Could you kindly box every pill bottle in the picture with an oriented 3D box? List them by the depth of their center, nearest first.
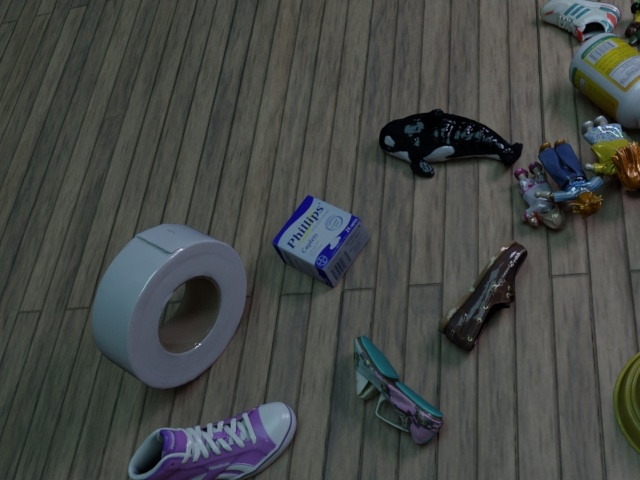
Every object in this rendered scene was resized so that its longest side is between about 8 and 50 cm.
[{"bbox_3d":[0.558,-0.276,1.424,0.117,0.117,0.208,-34,51,-1],"label":"pill bottle"}]

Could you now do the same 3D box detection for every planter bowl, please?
[{"bbox_3d":[0.533,0.221,1.127,0.217,0.090,0.217,-11,56,16],"label":"planter bowl"}]

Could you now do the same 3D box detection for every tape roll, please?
[{"bbox_3d":[-0.263,0.115,1.406,0.100,0.286,0.286,24,70,34],"label":"tape roll"}]

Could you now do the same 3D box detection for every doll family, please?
[{"bbox_3d":[0.461,-0.117,1.360,0.263,0.118,0.163,-24,53,6],"label":"doll family"},{"bbox_3d":[0.666,-0.457,1.531,0.193,0.076,0.111,-41,48,-13],"label":"doll family"}]

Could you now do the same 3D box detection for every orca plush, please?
[{"bbox_3d":[0.237,-0.201,1.519,0.287,0.102,0.151,25,71,33],"label":"orca plush"}]

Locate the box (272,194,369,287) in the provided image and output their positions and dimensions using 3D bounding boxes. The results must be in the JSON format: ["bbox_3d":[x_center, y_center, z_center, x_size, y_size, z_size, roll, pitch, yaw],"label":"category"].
[{"bbox_3d":[0.000,0.000,1.506,0.137,0.072,0.126,25,70,34],"label":"box"}]

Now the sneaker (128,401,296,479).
[{"bbox_3d":[-0.182,0.340,1.304,0.282,0.161,0.102,-31,51,0],"label":"sneaker"}]

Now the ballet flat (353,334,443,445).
[{"bbox_3d":[0.109,0.251,1.303,0.079,0.077,0.221,-53,53,9],"label":"ballet flat"}]

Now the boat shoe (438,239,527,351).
[{"bbox_3d":[0.289,0.095,1.327,0.073,0.073,0.207,35,83,34],"label":"boat shoe"}]

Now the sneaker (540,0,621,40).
[{"bbox_3d":[0.516,-0.443,1.589,0.161,0.057,0.075,16,60,27],"label":"sneaker"}]
